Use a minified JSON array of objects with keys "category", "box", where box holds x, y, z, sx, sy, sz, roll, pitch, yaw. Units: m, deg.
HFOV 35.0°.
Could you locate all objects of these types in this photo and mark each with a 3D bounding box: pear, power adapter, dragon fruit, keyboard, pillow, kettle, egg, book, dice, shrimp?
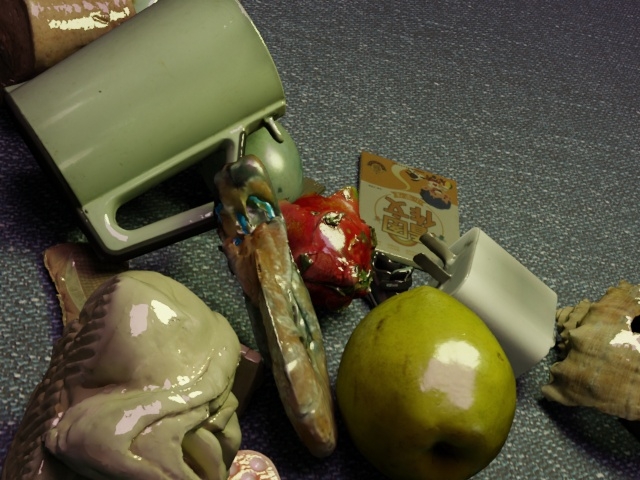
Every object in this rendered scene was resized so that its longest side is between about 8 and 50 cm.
[{"category":"pear","box":[0.146,0.202,1.437,0.253,0.253,0.307,10,37,-17]},{"category":"power adapter","box":[0.256,0.087,1.678,0.255,0.124,0.187,38,35,-10]},{"category":"dragon fruit","box":[0.019,0.011,1.667,0.200,0.198,0.269,36,18,15]},{"category":"keyboard","box":[-0.038,-0.078,1.862,0.049,0.015,0.129,28,38,14]},{"category":"pillow","box":[-0.333,0.077,1.509,0.135,0.034,0.211,-4,44,-29]},{"category":"kettle","box":[-0.247,-0.173,1.580,0.376,0.250,0.361,-32,86,-12]},{"category":"egg","box":[-0.122,-0.134,1.755,0.169,0.169,0.236,-8,50,-34]},{"category":"book","box":[0.167,-0.052,1.934,0.208,0.020,0.295,17,39,-10]},{"category":"dice","box":[-0.105,0.327,1.285,0.094,0.093,0.091,0,44,-29]},{"category":"shrimp","box":[-0.067,0.091,1.433,0.110,0.221,0.446,-20,73,2]}]

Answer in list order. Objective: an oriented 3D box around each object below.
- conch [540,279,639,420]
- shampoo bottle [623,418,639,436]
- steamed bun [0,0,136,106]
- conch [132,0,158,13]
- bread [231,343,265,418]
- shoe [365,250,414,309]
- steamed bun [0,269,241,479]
[{"category":"conch","box":[0.487,0.181,1.651,0.263,0.186,0.324,-34,23,-22]},{"category":"shampoo bottle","box":[0.641,0.262,1.768,0.309,0.071,0.098,-21,53,-42]},{"category":"steamed bun","box":[-0.456,-0.359,1.730,0.251,0.301,0.199,-21,90,-34]},{"category":"conch","box":[-0.264,-0.366,1.875,0.249,0.368,0.197,32,53,-36]},{"category":"bread","box":[-0.113,0.167,1.427,0.077,0.152,0.105,28,43,4]},{"category":"shoe","box":[0.124,0.077,1.694,0.071,0.099,0.169,-13,52,-41]},{"category":"steamed bun","box":[-0.209,0.227,1.167,0.247,0.339,0.352,27,41,-17]}]
